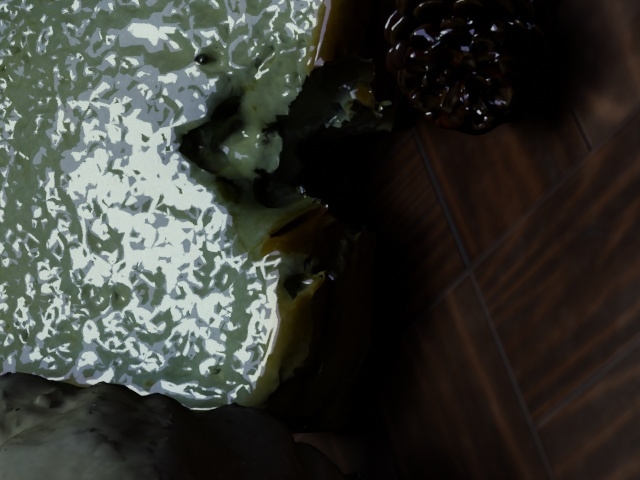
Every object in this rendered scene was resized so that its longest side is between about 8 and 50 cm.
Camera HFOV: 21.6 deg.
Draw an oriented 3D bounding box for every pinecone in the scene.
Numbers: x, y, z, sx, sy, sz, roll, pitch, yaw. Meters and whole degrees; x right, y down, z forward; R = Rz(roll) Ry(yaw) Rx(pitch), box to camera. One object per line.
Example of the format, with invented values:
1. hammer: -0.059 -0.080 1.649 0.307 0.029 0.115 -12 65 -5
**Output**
1. pinecone: 0.062 -0.083 0.712 0.077 0.083 0.077 5 108 16

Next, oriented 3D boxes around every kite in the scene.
1. kite: 0.000 0.000 0.829 0.122 0.004 0.090 45 118 45

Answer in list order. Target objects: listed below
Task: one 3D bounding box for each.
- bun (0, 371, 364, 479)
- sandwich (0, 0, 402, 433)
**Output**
1. bun: -0.079 0.175 0.692 0.281 0.281 0.205 -42 31 39
2. sandwich: -0.077 -0.049 0.811 0.249 0.095 0.273 7 87 33
